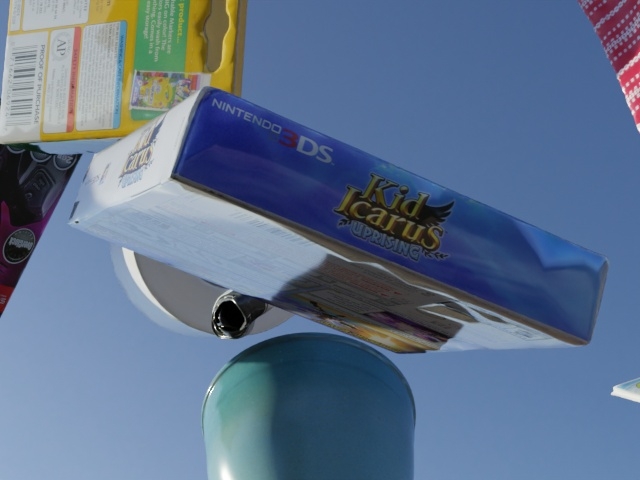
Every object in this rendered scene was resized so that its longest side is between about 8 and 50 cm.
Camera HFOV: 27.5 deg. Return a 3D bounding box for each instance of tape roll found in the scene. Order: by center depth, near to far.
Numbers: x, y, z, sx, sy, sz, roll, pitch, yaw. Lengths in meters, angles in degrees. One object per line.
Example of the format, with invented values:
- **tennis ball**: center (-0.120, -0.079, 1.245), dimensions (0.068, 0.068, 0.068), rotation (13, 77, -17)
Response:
- **tape roll**: center (-0.126, -0.002, 1.603), dimensions (0.246, 0.246, 0.169), rotation (14, -9, -16)

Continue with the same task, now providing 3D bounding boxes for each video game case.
- **video game case**: center (0.000, 0.000, 0.825), dimensions (0.269, 0.061, 0.244), rotation (22, -15, -20)

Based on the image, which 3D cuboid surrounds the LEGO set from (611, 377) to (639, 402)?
- **LEGO set**: center (0.316, 0.069, 0.805), dimensions (0.182, 0.060, 0.244), rotation (-16, 9, -19)

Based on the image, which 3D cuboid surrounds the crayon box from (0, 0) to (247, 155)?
- **crayon box**: center (-0.185, -0.198, 1.339), dimensions (0.323, 0.203, 0.083), rotation (0, -6, 36)

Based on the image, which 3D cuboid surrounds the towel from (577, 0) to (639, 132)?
- **towel**: center (0.284, -0.176, 0.994), dimensions (0.031, 0.275, 0.199), rotation (10, -44, -24)

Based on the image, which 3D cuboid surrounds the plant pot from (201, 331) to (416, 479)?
- **plant pot**: center (-0.012, 0.292, 1.548), dimensions (0.271, 0.255, 0.272), rotation (-1, -58, -1)

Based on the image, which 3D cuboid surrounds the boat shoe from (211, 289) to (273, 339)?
- **boat shoe**: center (-0.088, 0.073, 1.312), dimensions (0.049, 0.040, 0.142), rotation (54, -29, 4)

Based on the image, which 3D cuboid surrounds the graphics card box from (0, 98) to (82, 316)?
- **graphics card box**: center (-0.503, -0.023, 1.819), dimensions (0.094, 0.371, 0.233), rotation (29, 3, 36)
